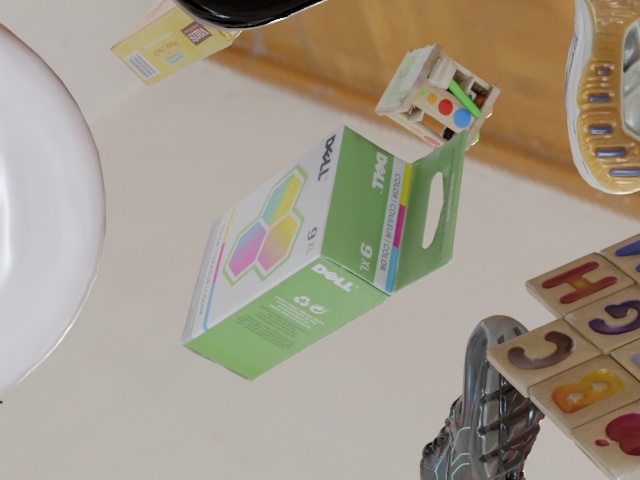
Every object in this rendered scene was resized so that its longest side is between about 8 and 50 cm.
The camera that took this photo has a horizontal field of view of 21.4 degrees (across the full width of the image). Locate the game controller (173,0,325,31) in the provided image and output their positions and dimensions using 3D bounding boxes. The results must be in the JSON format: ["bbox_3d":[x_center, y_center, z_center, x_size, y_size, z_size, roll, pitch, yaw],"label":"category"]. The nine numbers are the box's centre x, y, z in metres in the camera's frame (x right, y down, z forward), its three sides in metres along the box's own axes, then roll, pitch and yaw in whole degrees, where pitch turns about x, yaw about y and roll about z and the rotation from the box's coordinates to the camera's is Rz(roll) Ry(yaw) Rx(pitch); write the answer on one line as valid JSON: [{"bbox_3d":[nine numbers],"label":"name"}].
[{"bbox_3d":[0.023,-0.234,1.008,0.166,0.319,0.067,53,155,21],"label":"game controller"}]

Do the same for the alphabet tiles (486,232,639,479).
[{"bbox_3d":[0.290,0.040,1.048,0.285,0.342,0.011,-132,22,-59],"label":"alphabet tiles"}]

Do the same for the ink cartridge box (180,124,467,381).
[{"bbox_3d":[0.000,0.000,1.098,0.062,0.109,0.209,31,139,-24],"label":"ink cartridge box"}]

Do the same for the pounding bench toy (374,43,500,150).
[{"bbox_3d":[0.090,-0.096,1.169,0.065,0.052,0.083,32,170,-17],"label":"pounding bench toy"}]

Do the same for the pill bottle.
[{"bbox_3d":[-0.216,-0.040,0.791,0.176,0.176,0.318,58,171,-21],"label":"pill bottle"}]

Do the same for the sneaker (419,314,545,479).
[{"bbox_3d":[0.132,0.187,1.488,0.106,0.101,0.267,19,117,40],"label":"sneaker"}]

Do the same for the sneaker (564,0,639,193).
[{"bbox_3d":[0.242,-0.186,1.386,0.112,0.296,0.131,9,178,-3],"label":"sneaker"}]

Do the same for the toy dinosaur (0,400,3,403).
[{"bbox_3d":[-0.319,0.136,1.283,0.268,0.118,0.064,24,125,36],"label":"toy dinosaur"}]

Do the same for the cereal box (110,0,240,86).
[{"bbox_3d":[-0.037,-0.220,1.215,0.047,0.240,0.173,44,159,-14],"label":"cereal box"}]
